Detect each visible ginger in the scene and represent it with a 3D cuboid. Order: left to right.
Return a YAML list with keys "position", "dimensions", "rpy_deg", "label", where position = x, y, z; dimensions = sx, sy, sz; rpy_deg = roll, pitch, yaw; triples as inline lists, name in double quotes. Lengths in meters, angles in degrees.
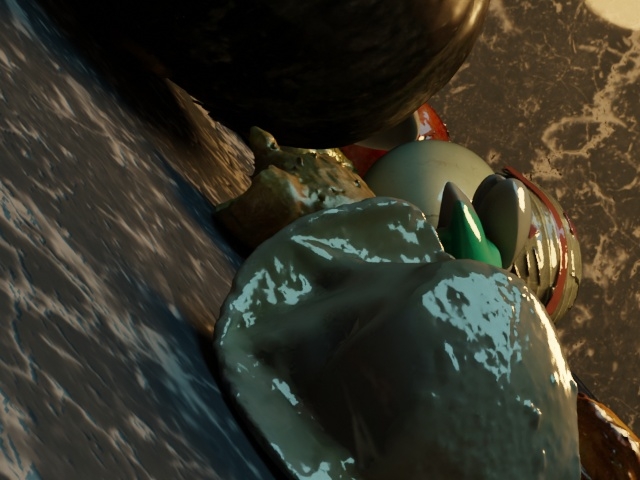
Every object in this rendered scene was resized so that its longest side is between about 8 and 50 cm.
- position: [0.000, 0.000, 1.301]
  dimensions: [0.157, 0.102, 0.216]
  rpy_deg: [-19, 72, -54]
  label: "ginger"

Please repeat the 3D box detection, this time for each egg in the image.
- position: [0.125, -0.025, 1.898]
  dimensions: [0.183, 0.183, 0.264]
  rpy_deg: [50, 13, 2]
  label: "egg"

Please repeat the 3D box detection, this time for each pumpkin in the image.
- position: [-0.056, -0.285, 1.465]
  dimensions: [0.454, 0.344, 0.454]
  rpy_deg: [46, -12, 13]
  label: "pumpkin"

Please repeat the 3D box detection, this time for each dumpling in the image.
- position: [0.051, 0.096, 0.952]
  dimensions: [0.226, 0.175, 0.243]
  rpy_deg: [1, 24, -41]
  label: "dumpling"

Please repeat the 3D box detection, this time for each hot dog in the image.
- position: [0.318, 0.258, 1.909]
  dimensions: [0.175, 0.114, 0.259]
  rpy_deg: [47, 4, 16]
  label: "hot dog"

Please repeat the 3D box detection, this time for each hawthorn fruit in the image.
- position: [0.078, -0.147, 2.404]
  dimensions: [0.235, 0.181, 0.181]
  rpy_deg: [38, -2, 38]
  label: "hawthorn fruit"

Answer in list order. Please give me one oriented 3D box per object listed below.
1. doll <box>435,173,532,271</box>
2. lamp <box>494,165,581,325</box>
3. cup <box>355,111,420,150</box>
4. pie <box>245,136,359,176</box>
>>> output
- position: [0.119, 0.039, 1.712]
  dimensions: [0.195, 0.258, 0.153]
  rpy_deg: [-3, 38, -23]
  label: "doll"
- position: [0.252, 0.024, 2.309]
  dimensions: [0.233, 0.233, 0.265]
  rpy_deg: [39, 26, -58]
  label: "lamp"
- position: [0.005, -0.270, 1.959]
  dimensions: [0.347, 0.163, 0.347]
  rpy_deg: [30, -14, 8]
  label: "cup"
- position: [-0.052, -0.153, 1.895]
  dimensions: [0.277, 0.078, 0.277]
  rpy_deg: [50, 6, -8]
  label: "pie"
